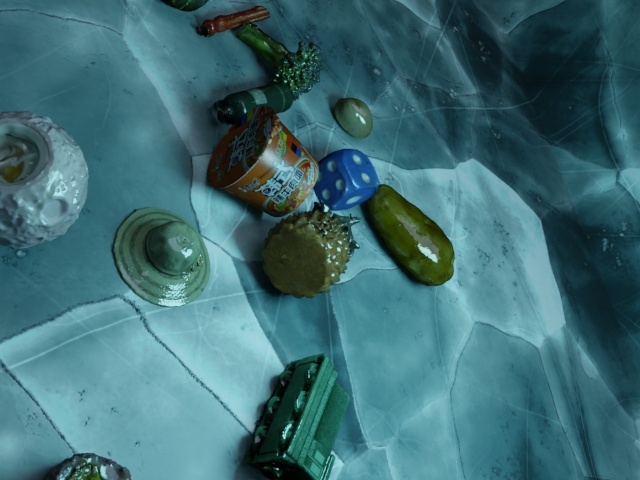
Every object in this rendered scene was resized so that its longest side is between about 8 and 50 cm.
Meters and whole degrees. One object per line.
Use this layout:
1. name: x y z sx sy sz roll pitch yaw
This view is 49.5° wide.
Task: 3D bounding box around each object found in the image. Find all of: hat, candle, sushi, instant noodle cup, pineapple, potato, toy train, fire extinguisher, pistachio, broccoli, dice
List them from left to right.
1. sushi: -0.420 0.484 1.202 0.161 0.107 0.241 31 48 -22
2. hat: -0.330 0.015 1.566 0.252 0.110 0.252 22 53 -33
3. candle: -0.257 -0.667 2.099 0.329 0.048 0.051 -39 108 -49
4. fire extinguisher: -0.202 -0.376 1.943 0.118 0.093 0.294 39 39 18
5. instant noodle cup: -0.137 -0.192 1.789 0.192 0.250 0.250 36 45 -34
6. broccoli: -0.107 -0.567 2.117 0.275 0.177 0.199 46 33 15
7. toy train: -0.039 0.419 1.589 0.178 0.139 0.330 51 39 -21
8. pineapple: -0.002 0.001 1.835 0.223 0.223 0.357 54 30 -4
9. dice: 0.073 -0.179 2.040 0.143 0.146 0.146 -5 69 -47
10. pistachio: 0.112 -0.398 2.247 0.113 0.113 0.149 -35 99 -48
11. potato: 0.282 -0.017 2.139 0.195 0.176 0.369 -43 94 -21

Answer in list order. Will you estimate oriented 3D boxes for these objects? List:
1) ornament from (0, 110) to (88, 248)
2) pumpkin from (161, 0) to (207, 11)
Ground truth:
1. ornament: -0.571 -0.109 1.319 0.260 0.225 0.259 5 68 -12
2. pumpkin: -0.390 -0.727 1.933 0.190 0.146 0.190 47 21 -24
